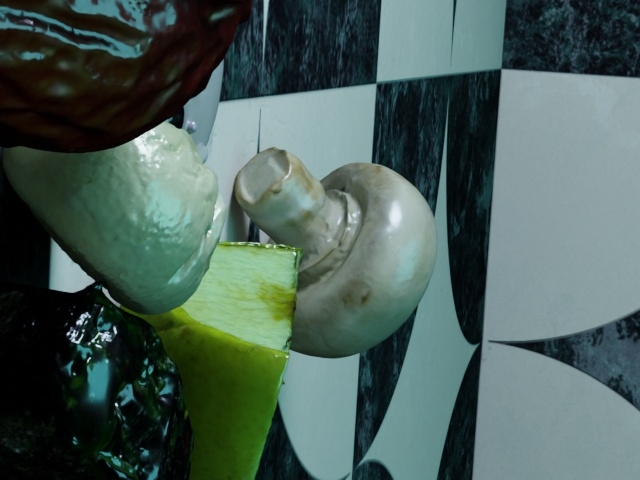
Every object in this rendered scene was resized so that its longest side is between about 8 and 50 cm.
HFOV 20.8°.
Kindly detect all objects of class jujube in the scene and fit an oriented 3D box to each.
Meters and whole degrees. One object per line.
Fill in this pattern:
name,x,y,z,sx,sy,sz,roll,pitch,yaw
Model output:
jujube,-0.154,-0.141,0.946,0.290,0.197,0.197,-9,104,-60

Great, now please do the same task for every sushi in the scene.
sushi,-0.159,0.113,1.146,0.225,0.127,0.124,70,29,-55

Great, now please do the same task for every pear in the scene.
pear,-0.100,0.136,1.370,0.288,0.139,0.239,-86,-177,-73

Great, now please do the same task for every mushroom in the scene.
mushroom,0.011,0.014,1.675,0.209,0.206,0.206,18,77,-57

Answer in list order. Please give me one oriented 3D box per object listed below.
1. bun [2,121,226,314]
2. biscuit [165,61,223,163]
bun,-0.130,-0.032,1.145,0.111,0.164,0.188,-46,164,-7
biscuit,-0.120,-0.126,1.369,0.208,0.049,0.181,-53,144,-67
